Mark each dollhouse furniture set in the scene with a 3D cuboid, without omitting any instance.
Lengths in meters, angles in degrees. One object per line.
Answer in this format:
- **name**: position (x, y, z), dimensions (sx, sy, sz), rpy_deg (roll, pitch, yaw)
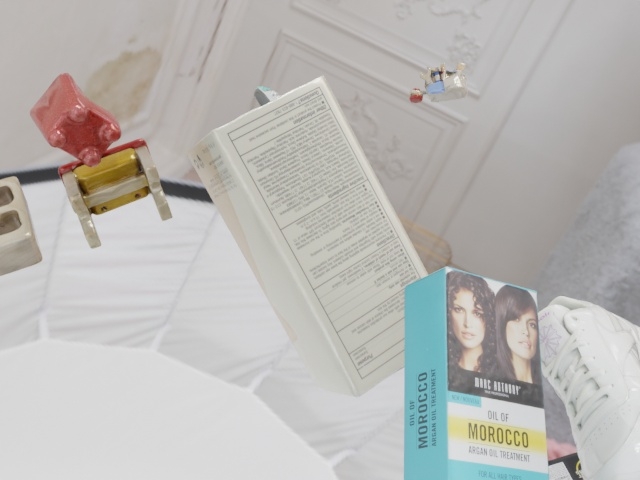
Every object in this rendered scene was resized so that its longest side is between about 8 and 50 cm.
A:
- **dollhouse furniture set**: position (-0.372, -0.073, 0.823), dimensions (0.374, 0.152, 0.201), rpy_deg (-22, -45, -14)

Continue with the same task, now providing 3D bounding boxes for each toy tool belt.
- **toy tool belt**: position (0.166, -0.225, 1.117), dimensions (0.052, 0.083, 0.051), rpy_deg (53, -147, -67)

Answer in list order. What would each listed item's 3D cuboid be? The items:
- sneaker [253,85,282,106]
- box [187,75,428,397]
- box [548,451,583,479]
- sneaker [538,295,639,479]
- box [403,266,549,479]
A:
- **sneaker**: position (-0.053, -0.142, 1.106), dimensions (0.076, 0.166, 0.065), rpy_deg (-38, -10, 12)
- **box**: position (0.000, 0.000, 0.856), dimensions (0.148, 0.311, 0.121), rpy_deg (-29, 6, -22)
- **box**: position (0.518, 0.452, 1.270), dimensions (0.097, 0.395, 0.318), rpy_deg (-106, -2, -59)
- **sneaker**: position (0.266, 0.150, 0.782), dimensions (0.114, 0.152, 0.305), rpy_deg (-58, -4, 24)
- **box**: position (0.122, 0.151, 0.620), dimensions (0.060, 0.101, 0.244), rpy_deg (-35, 47, 54)
